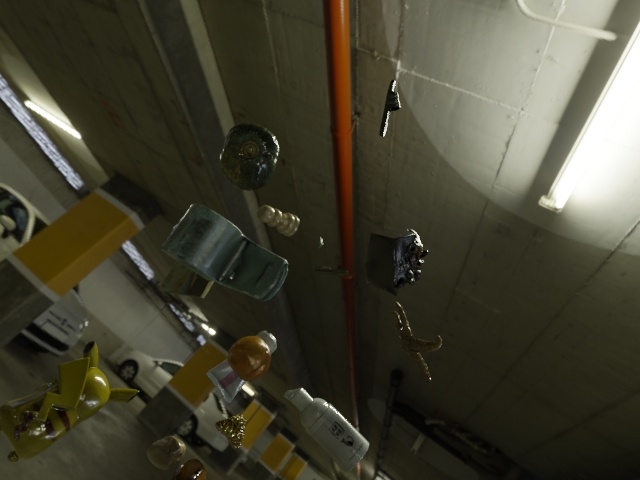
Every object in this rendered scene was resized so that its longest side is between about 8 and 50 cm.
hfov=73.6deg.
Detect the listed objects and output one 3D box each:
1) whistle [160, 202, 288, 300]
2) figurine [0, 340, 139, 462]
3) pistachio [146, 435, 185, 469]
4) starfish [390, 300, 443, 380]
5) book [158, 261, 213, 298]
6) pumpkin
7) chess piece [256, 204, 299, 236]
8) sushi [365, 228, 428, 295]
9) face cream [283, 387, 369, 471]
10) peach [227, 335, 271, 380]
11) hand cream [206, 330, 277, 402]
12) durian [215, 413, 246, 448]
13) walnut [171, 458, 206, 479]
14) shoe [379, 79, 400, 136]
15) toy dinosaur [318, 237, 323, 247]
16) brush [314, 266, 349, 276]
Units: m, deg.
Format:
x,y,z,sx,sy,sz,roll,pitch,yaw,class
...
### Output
x,y,z,sx,sy,sz,roll,pitch,yaw,class
-0.288,0.045,1.277,0.405,0.168,0.188,30,-16,5,whistle
-0.713,0.441,1.184,0.169,0.327,0.218,-12,-74,39,figurine
-0.616,0.844,1.711,0.185,0.124,0.124,-8,-51,31,pistachio
0.413,0.451,1.897,0.327,0.094,0.375,-1,-69,66,starfish
-0.545,0.146,1.818,0.290,0.201,0.026,2,-36,35,book
-0.360,-0.415,2.149,0.292,0.327,0.257,25,-2,4,pumpkin
-0.257,-0.127,2.507,0.143,0.142,0.261,15,-8,44,chess piece
0.312,0.070,1.722,0.215,0.213,0.227,18,-64,60,sushi
0.010,0.719,1.689,0.370,0.145,0.145,43,-24,7,face cream
-0.224,0.368,1.355,0.138,0.138,0.138,33,-26,19,peach
-0.366,0.592,2.084,0.118,0.359,0.185,-17,-71,52,hand cream
-0.418,0.888,1.991,0.132,0.165,0.182,4,-66,-1,durian
-0.539,0.985,1.747,0.137,0.137,0.245,44,-3,-5,walnut
0.234,-0.424,1.387,0.049,0.071,0.179,14,-77,12,shoe
0.000,0.000,2.105,0.021,0.083,0.062,-8,-45,3,toy dinosaur
0.052,0.132,1.843,0.190,0.027,0.034,0,-61,44,brush
